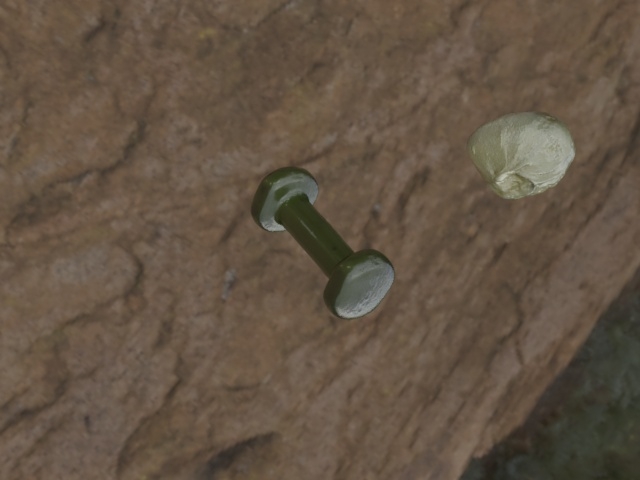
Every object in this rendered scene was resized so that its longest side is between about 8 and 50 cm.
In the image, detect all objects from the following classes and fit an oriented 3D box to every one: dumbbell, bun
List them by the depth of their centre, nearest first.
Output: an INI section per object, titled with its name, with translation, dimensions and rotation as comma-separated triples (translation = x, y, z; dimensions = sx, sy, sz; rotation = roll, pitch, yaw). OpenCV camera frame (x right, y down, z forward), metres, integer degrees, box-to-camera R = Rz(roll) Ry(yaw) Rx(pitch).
[dumbbell]
translation = 0.000, 0.000, 0.716
dimensions = 0.046, 0.118, 0.052
rotation = 5, 124, -43
[bun]
translation = 0.159, -0.063, 0.855
dimensions = 0.086, 0.086, 0.055
rotation = 33, 51, -50
